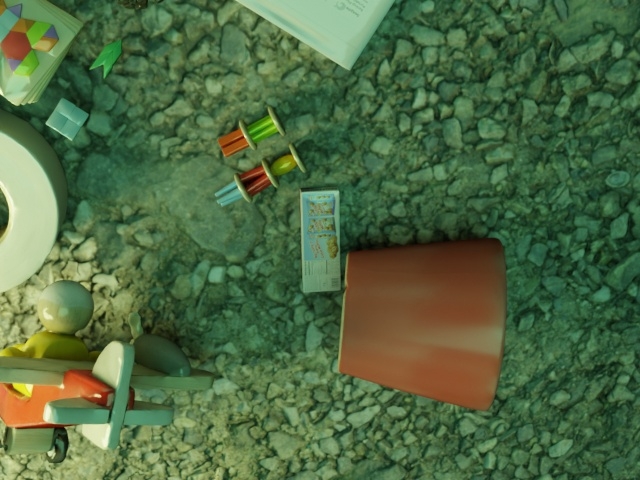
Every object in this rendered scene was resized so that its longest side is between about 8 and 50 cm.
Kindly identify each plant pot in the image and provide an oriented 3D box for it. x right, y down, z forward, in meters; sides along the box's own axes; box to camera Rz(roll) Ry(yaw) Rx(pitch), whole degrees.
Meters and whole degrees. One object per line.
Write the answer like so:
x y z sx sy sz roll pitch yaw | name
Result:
0.155 0.123 1.516 0.243 0.275 0.275 5 112 3 | plant pot

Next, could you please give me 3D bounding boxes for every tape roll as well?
-0.531 -0.062 1.436 0.286 0.100 0.286 -2 113 -5 | tape roll

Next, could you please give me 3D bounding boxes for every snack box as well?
0.000 0.000 1.561 0.064 0.022 0.178 -3 113 -4 | snack box

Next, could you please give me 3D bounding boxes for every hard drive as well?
0.040 -0.456 1.364 0.233 0.047 0.353 29 107 -16 | hard drive

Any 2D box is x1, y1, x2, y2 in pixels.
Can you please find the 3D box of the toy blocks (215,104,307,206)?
-0.113 -0.124 1.480 0.148 0.054 0.123 -28 113 6 | toy blocks

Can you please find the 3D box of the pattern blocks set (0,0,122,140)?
-0.447 -0.296 1.335 0.324 0.026 0.286 22 87 -13 | pattern blocks set

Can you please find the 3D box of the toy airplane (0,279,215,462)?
-0.380 0.187 1.431 0.384 0.386 0.273 -4 74 5 | toy airplane

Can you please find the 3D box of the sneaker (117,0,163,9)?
-0.163 -0.461 1.280 0.343 0.134 0.146 -28 86 12 | sneaker
